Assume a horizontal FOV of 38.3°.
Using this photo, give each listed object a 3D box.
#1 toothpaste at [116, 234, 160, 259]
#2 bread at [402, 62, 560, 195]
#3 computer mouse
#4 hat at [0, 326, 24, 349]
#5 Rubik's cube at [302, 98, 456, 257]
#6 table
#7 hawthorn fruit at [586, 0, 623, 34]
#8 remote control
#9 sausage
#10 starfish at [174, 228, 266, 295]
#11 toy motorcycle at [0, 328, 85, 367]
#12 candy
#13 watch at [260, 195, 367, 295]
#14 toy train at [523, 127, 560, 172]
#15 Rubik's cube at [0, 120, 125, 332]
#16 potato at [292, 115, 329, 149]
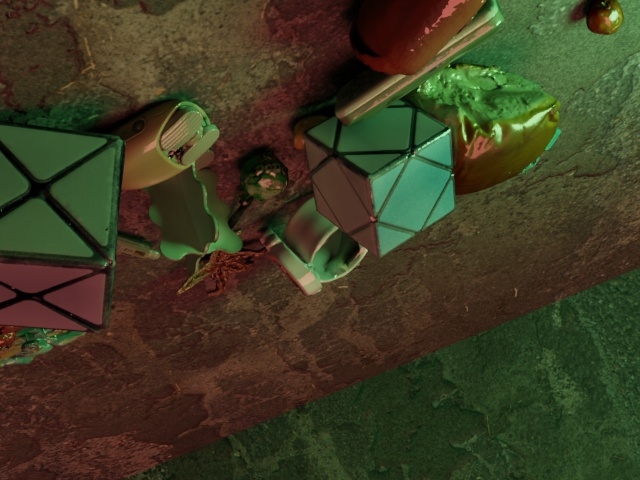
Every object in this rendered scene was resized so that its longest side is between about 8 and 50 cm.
[{"bbox_3d":[-0.428,0.006,1.898,0.067,0.037,0.255,-29,152,29],"label":"toothpaste"},{"bbox_3d":[0.313,-0.224,1.814,0.279,0.225,0.250,-19,157,-16],"label":"bread"},{"bbox_3d":[-0.297,-0.159,1.618,0.236,0.082,0.145,-25,155,9],"label":"computer mouse"},{"bbox_3d":[-0.620,0.117,1.881,0.236,0.107,0.286,-5,140,-53],"label":"hat"},{"bbox_3d":[0.113,-0.130,1.745,0.205,0.207,0.205,-31,138,-21],"label":"Rubik's cube"},{"bbox_3d":[-0.245,-0.052,1.736,0.166,0.198,0.166,-18,156,-9],"label":"table"},{"bbox_3d":[0.545,-0.434,1.770,0.077,0.077,0.077,-18,155,-9],"label":"hawthorn fruit"},{"bbox_3d":[0.172,-0.315,1.630,0.335,0.128,0.065,-32,111,21],"label":"remote control"},{"bbox_3d":[0.160,-0.375,1.472,0.152,0.152,0.279,3,147,-43],"label":"sausage"},{"bbox_3d":[-0.235,0.056,2.141,0.238,0.057,0.213,-20,146,-20],"label":"starfish"},{"bbox_3d":[-0.674,0.228,2.067,0.296,0.109,0.198,-17,157,-7],"label":"toy motorcycle"},{"bbox_3d":[-0.157,-0.080,1.916,0.097,0.097,0.323,-8,159,-29],"label":"candy"},{"bbox_3d":[0.000,0.000,2.115,0.231,0.196,0.244,-44,150,-4],"label":"watch"},{"bbox_3d":[0.432,-0.229,2.053,0.198,0.107,0.154,-8,145,-28],"label":"toy train"},{"bbox_3d":[-0.456,-0.015,1.500,0.254,0.260,0.259,6,150,-11],"label":"Rubik's cube"},{"bbox_3d":[-0.017,-0.208,1.773,0.083,0.062,0.068,-14,-169,16],"label":"potato"}]
